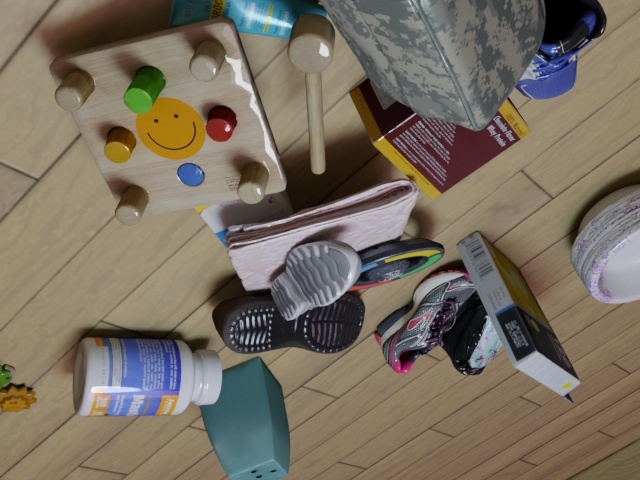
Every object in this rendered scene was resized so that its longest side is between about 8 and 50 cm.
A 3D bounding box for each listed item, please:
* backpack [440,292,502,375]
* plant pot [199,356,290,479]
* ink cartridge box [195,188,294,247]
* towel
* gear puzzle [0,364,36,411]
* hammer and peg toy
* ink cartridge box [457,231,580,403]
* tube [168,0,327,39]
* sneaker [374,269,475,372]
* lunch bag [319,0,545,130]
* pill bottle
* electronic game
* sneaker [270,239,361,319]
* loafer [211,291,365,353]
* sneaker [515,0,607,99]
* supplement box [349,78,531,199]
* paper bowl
[{"bbox_3d":[0.359,0.201,1.703,0.115,0.152,0.182,3,123,-32],"label":"backpack"},{"bbox_3d":[-0.159,0.421,1.651,0.165,0.234,0.165,-23,140,2],"label":"plant pot"},{"bbox_3d":[-0.148,-0.101,1.183,0.134,0.078,0.231,-24,141,8],"label":"ink cartridge box"},{"bbox_3d":[0.000,0.000,1.293,0.316,0.054,0.332,-15,165,-5],"label":"towel"},{"bbox_3d":[-0.697,0.279,1.417,0.175,0.044,0.339,-32,139,14],"label":"gear puzzle"},{"bbox_3d":[-0.144,-0.155,0.983,0.361,0.127,0.266,-9,126,12],"label":"hammer and peg toy"},{"bbox_3d":[0.430,0.165,1.550,0.072,0.304,0.307,-38,138,21],"label":"ink cartridge box"},{"bbox_3d":[-0.096,-0.311,0.998,0.207,0.052,0.080,5,124,-19],"label":"tube"},{"bbox_3d":[0.248,0.176,1.637,0.120,0.112,0.299,14,129,-34],"label":"sneaker"},{"bbox_3d":[0.108,-0.314,0.921,0.213,0.256,0.305,-57,141,-12],"label":"lunch bag"},{"bbox_3d":[-0.342,0.272,1.471,0.271,0.152,0.152,6,134,-27],"label":"pill bottle"},{"bbox_3d":[0.128,0.052,1.421,0.229,0.048,0.229,-16,165,-5],"label":"electronic game"},{"bbox_3d":[0.005,0.051,1.245,0.115,0.105,0.281,-26,177,-27],"label":"sneaker"},{"bbox_3d":[-0.061,0.146,1.491,0.365,0.130,0.134,7,101,-41],"label":"loafer"},{"bbox_3d":[0.323,-0.298,1.074,0.127,0.182,0.315,-25,140,8],"label":"sneaker"},{"bbox_3d":[0.190,-0.202,1.168,0.194,0.129,0.191,-36,138,19],"label":"supplement box"},{"bbox_3d":[0.670,-0.007,1.573,0.284,0.148,0.284,-11,139,-10],"label":"paper bowl"}]
